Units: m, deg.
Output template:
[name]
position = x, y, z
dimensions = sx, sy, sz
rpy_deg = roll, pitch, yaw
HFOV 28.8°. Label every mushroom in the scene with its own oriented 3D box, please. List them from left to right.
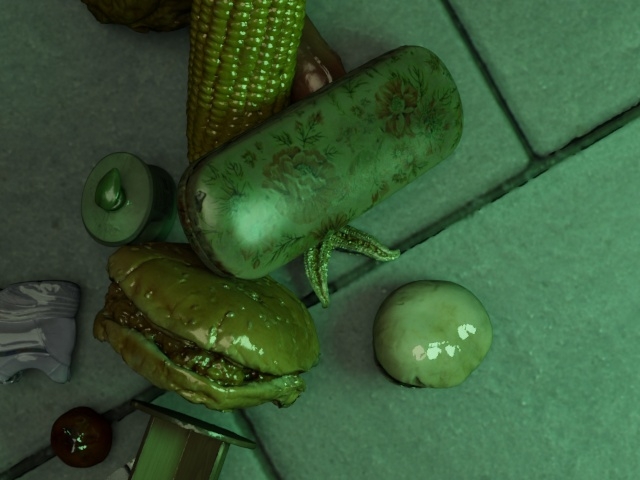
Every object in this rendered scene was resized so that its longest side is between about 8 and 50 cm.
[mushroom]
position = 0.140, 0.124, 1.575
dimensions = 0.154, 0.122, 0.154
rpy_deg = -5, 49, 5

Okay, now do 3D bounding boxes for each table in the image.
[table]
position = -0.194, 0.331, 1.544
dimensions = 0.167, 0.167, 0.227
rpy_deg = 19, 84, 3

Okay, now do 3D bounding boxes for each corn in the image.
[corn]
position = -0.091, -0.231, 1.508
dimensions = 0.144, 0.144, 0.387
rpy_deg = 7, 124, 3

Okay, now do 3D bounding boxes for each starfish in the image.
[starfish]
position = 0.000, 0.000, 1.613
dimensions = 0.208, 0.053, 0.176
rpy_deg = 2, 87, 2

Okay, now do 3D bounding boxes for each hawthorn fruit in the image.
[hawthorn fruit]
position = -0.311, 0.254, 1.599
dimensions = 0.081, 0.093, 0.081
rpy_deg = 0, 87, 5

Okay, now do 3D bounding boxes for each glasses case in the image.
[glasses case]
position = 0.011, -0.100, 1.503
dimensions = 0.425, 0.098, 0.156
rpy_deg = -33, 108, -32

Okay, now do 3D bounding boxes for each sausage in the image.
[sausage]
position = -0.087, -0.332, 1.614
dimensions = 0.094, 0.094, 0.419
rpy_deg = -35, 86, 41

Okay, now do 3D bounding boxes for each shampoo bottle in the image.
[shampoo bottle]
position = -0.239, -0.047, 1.537
dimensions = 0.087, 0.234, 0.118
rpy_deg = 16, 88, 4

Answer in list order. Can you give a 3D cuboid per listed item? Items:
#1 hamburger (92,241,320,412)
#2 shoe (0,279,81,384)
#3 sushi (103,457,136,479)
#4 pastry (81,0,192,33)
[hamburger]
position = -0.128, 0.097, 1.506
dimensions = 0.259, 0.283, 0.145
rpy_deg = 29, 96, 21
[shoe]
position = -0.431, 0.123, 1.611
dimensions = 0.245, 0.095, 0.138
rpy_deg = -3, 85, -4
[sushi]
position = -0.287, 0.520, 1.603
dimensions = 0.359, 0.064, 0.343
rpy_deg = -35, 87, 2
[pastry]
position = -0.223, -0.377, 1.569
dimensions = 0.132, 0.235, 0.240
rpy_deg = -20, 76, -36
